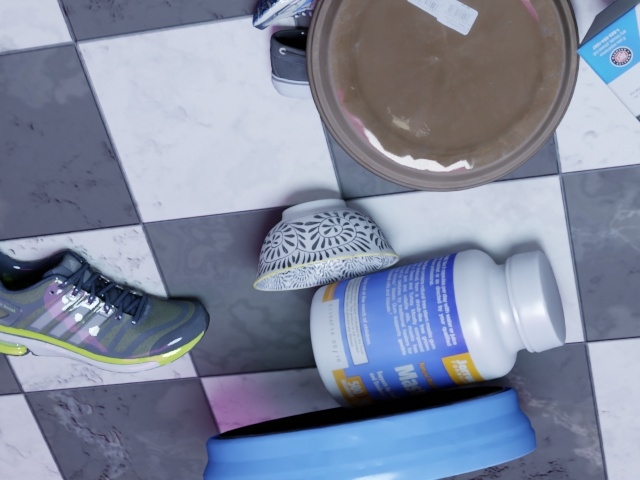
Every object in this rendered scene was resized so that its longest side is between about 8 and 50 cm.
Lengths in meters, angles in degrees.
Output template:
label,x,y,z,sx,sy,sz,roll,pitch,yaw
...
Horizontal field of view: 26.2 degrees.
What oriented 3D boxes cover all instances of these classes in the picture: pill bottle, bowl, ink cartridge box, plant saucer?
label,x,y,z,sx,sy,sz,roll,pitch,yaw
pill bottle,0.138,0.097,1.591,0.272,0.152,0.152,-14,123,19
bowl,0.000,0.000,1.568,0.170,0.080,0.170,-10,169,-2
bowl,0.053,0.234,1.601,0.391,0.391,0.077,-10,86,16
ink cartridge box,0.372,-0.164,1.317,0.203,0.086,0.148,46,128,-10
plant saucer,0.124,-0.184,1.375,0.277,0.041,0.278,0,99,0

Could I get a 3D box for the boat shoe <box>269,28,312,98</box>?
label,x,y,z,sx,sy,sz,roll,pitch,yaw
boat shoe,0.054,-0.199,1.434,0.228,0.080,0.076,1,129,18

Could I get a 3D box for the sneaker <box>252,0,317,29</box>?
label,x,y,z,sx,sy,sz,roll,pitch,yaw
sneaker,-0.012,-0.250,1.417,0.135,0.052,0.058,-31,121,28

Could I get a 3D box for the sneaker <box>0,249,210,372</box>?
label,x,y,z,sx,sy,sz,roll,pitch,yaw
sneaker,-0.284,0.080,1.676,0.300,0.111,0.121,4,123,3
